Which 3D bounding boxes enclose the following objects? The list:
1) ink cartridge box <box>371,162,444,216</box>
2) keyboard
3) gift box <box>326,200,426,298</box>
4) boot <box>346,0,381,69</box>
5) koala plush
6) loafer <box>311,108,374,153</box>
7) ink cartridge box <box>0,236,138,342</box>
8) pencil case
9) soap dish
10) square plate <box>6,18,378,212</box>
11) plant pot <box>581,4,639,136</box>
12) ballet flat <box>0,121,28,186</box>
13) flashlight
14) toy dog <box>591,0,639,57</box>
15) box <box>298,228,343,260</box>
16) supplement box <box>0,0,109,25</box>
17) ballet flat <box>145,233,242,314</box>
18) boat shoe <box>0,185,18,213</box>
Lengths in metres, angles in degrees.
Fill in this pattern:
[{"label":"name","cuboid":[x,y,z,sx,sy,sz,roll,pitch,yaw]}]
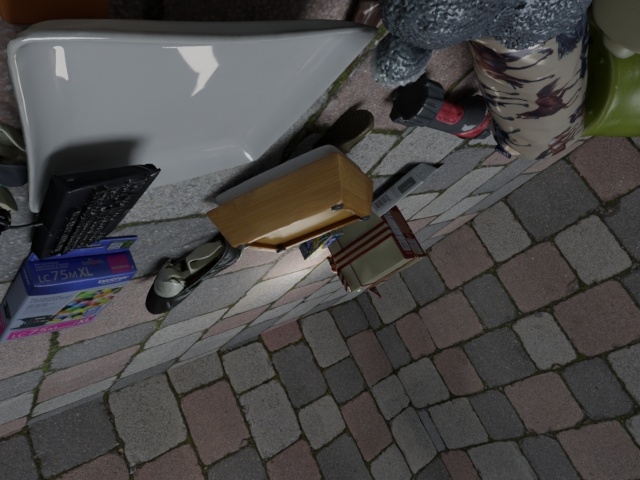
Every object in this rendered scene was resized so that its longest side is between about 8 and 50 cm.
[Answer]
[{"label":"ink cartridge box","cuboid":[0.275,-0.177,1.297,0.189,0.066,0.232,-41,-179,39]},{"label":"keyboard","cuboid":[-0.352,-0.020,0.556,0.201,0.033,0.317,-20,177,-41]},{"label":"gift box","cuboid":[0.178,0.046,1.410,0.258,0.277,0.255,-35,158,28]},{"label":"boot","cuboid":[0.033,-0.277,0.551,0.106,0.037,0.114,-33,174,-36]},{"label":"koala plush","cuboid":[0.144,-0.260,0.404,0.221,0.203,0.196,-37,168,-26]},{"label":"loafer","cuboid":[0.047,-0.200,0.796,0.148,0.056,0.050,-26,169,35]},{"label":"ink cartridge box","cuboid":[-0.500,0.100,0.817,0.311,0.065,0.185,-40,161,33]},{"label":"pencil case","cuboid":[0.334,-0.282,0.681,0.410,0.183,0.160,27,82,-55]},{"label":"soap dish","cuboid":[-0.046,-0.069,0.847,0.290,0.118,0.229,-21,167,19]},{"label":"square plate","cuboid":[-0.157,-0.148,0.486,0.347,0.049,0.344,-23,178,-36]},{"label":"plant pot","cuboid":[0.659,-0.364,0.840,0.352,0.367,0.366,-15,163,-4]},{"label":"ballet flat","cuboid":[-0.353,-0.104,0.395,0.074,0.074,0.203,-29,171,3]},{"label":"flashlight","cuboid":[0.270,-0.275,0.860,0.103,0.103,0.304,9,-172,41]},{"label":"toy dog","cuboid":[0.584,-0.433,0.496,0.407,0.285,0.395,-36,148,3]},{"label":"box","cuboid":[0.000,0.000,1.348,0.059,0.054,0.169,-13,159,-42]},{"label":"supplement box","cuboid":[-0.168,-0.247,0.233,0.080,0.078,0.233,-18,162,-32]},{"label":"ballet flat","cuboid":[-0.319,0.069,0.986,0.280,0.095,0.096,-37,155,-5]},{"label":"boat shoe","cuboid":[-0.410,-0.061,0.482,0.043,0.049,0.137,-20,168,-18]}]
